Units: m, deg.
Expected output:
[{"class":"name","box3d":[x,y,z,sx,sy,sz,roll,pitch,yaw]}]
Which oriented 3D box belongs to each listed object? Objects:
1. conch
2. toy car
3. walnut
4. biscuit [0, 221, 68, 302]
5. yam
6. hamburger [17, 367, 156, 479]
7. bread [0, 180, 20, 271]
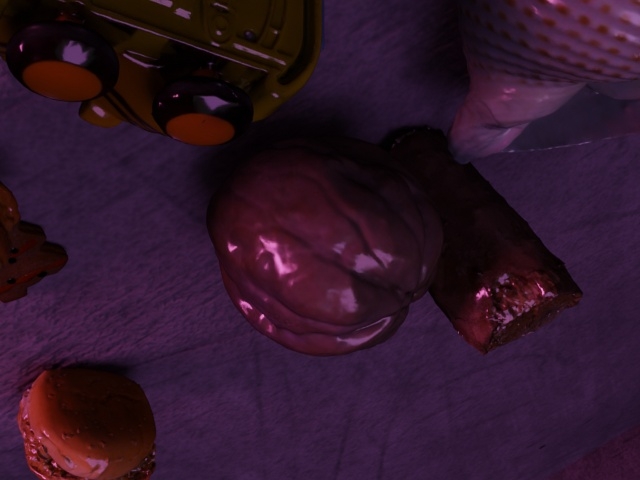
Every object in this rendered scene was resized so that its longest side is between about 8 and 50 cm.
[{"class":"conch","box3d":[0.240,-0.205,0.677,0.302,0.215,0.319,8,161,-34]},{"class":"toy car","box3d":[-0.126,-0.154,0.509,0.247,0.201,0.142,17,155,-31]},{"class":"walnut","box3d":[0.000,0.000,0.750,0.224,0.224,0.224,-19,143,-15]},{"class":"biscuit","box3d":[-0.295,0.014,0.716,0.119,0.019,0.130,-22,143,-12]},{"class":"yam","box3d":[0.151,0.003,0.828,0.129,0.238,0.128,-15,144,-30]},{"class":"hamburger","box3d":[-0.251,0.206,0.875,0.147,0.138,0.083,15,126,-37]},{"class":"bread","box3d":[-0.352,-0.008,0.557,0.260,0.129,0.134,-20,138,-15]}]
